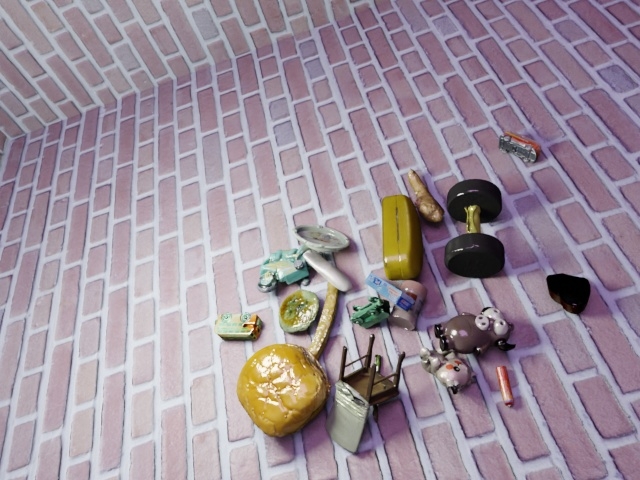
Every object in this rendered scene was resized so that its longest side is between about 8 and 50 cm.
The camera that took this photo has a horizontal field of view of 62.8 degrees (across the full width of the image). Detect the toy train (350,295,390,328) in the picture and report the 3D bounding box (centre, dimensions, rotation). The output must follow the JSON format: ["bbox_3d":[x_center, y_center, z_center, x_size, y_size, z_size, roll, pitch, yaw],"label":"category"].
[{"bbox_3d":[0.178,0.253,1.841,0.172,0.099,0.070,-40,35,46],"label":"toy train"}]

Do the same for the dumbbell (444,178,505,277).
[{"bbox_3d":[0.557,-0.045,1.901,0.204,0.203,0.322,-1,55,18],"label":"dumbbell"}]

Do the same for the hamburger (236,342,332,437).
[{"bbox_3d":[-0.128,0.485,1.750,0.319,0.158,0.318,-8,63,16],"label":"hamburger"}]

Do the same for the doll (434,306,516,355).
[{"bbox_3d":[0.506,0.294,1.709,0.257,0.117,0.182,-11,43,-1],"label":"doll"}]

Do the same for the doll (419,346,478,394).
[{"bbox_3d":[0.402,0.412,1.679,0.192,0.149,0.095,34,112,42],"label":"doll"}]

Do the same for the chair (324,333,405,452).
[{"bbox_3d":[0.140,0.486,1.679,0.186,0.319,0.160,-11,27,-44],"label":"chair"}]

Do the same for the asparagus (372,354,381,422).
[{"bbox_3d":[0.187,0.489,1.750,0.022,0.023,0.232,-42,33,48],"label":"asparagus"}]

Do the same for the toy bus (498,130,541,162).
[{"bbox_3d":[0.820,-0.385,2.145,0.077,0.079,0.174,-38,52,-23],"label":"toy bus"}]

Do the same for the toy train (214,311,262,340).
[{"bbox_3d":[-0.317,0.330,2.004,0.188,0.072,0.099,-4,60,15],"label":"toy train"}]

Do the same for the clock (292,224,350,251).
[{"bbox_3d":[0.000,0.000,2.088,0.236,0.053,0.236,10,21,-4],"label":"clock"}]

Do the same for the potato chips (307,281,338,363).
[{"bbox_3d":[0.017,0.279,1.935,0.080,0.057,0.407,3,56,23],"label":"potato chips"}]

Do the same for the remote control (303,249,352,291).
[{"bbox_3d":[0.032,0.109,1.992,0.229,0.044,0.073,42,42,19],"label":"remote control"}]

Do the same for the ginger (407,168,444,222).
[{"bbox_3d":[0.408,-0.176,2.103,0.086,0.131,0.294,-53,40,33],"label":"ginger"}]

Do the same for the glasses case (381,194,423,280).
[{"bbox_3d":[0.310,-0.006,1.969,0.141,0.173,0.371,-6,48,13],"label":"glasses case"}]

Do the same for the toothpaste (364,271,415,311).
[{"bbox_3d":[0.240,0.177,1.841,0.053,0.066,0.272,-54,20,-1],"label":"toothpaste"}]

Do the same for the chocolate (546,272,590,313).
[{"bbox_3d":[0.822,0.173,1.734,0.125,0.080,0.148,-27,43,-17],"label":"chocolate"}]

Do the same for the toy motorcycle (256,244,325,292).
[{"bbox_3d":[-0.128,0.103,2.095,0.297,0.109,0.198,-24,38,-9],"label":"toy motorcycle"}]

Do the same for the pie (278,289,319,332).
[{"bbox_3d":[-0.083,0.262,1.962,0.187,0.041,0.187,-24,42,23],"label":"pie"}]

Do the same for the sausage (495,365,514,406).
[{"bbox_3d":[0.576,0.457,1.635,0.034,0.034,0.129,-9,53,12],"label":"sausage"}]

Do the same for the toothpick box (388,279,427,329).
[{"bbox_3d":[0.309,0.228,1.850,0.098,0.098,0.149,12,61,26],"label":"toothpick box"}]
